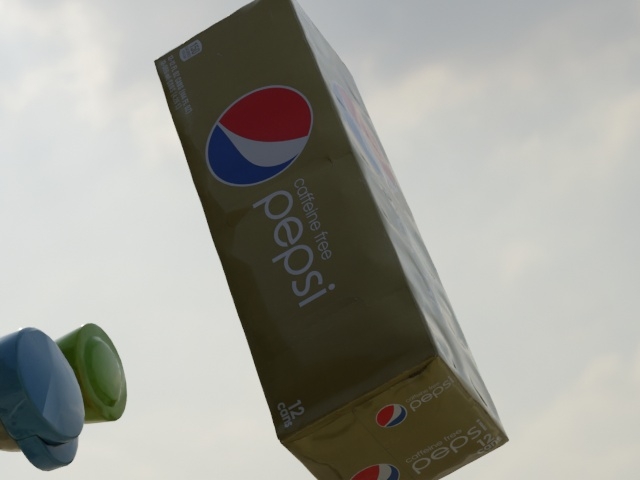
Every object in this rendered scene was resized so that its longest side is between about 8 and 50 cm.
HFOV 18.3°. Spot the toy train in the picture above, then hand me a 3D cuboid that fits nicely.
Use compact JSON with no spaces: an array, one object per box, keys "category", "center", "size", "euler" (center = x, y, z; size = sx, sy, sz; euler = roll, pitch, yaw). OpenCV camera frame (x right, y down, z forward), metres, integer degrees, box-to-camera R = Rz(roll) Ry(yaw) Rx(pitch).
[{"category":"toy train","center":[-0.154,0.077,0.937],"size":[0.143,0.105,0.248],"euler":[-19,-1,15]}]

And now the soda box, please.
[{"category":"soda box","center":[0.000,0.000,0.669],"size":[0.058,0.181,0.061],"euler":[-30,-42,9]}]
